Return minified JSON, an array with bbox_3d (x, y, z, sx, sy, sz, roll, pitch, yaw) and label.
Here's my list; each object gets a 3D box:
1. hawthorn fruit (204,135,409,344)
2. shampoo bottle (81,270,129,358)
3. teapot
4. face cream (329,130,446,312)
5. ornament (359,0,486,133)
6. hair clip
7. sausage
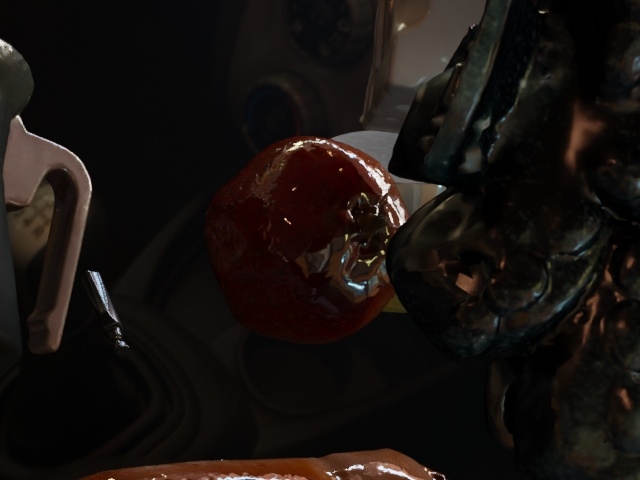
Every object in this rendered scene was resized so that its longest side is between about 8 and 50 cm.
[{"bbox_3d":[0.000,0.000,1.187,0.215,0.250,0.215,9,75,-36],"label":"hawthorn fruit"},{"bbox_3d":[-0.279,0.095,1.515,0.027,0.048,0.137,-25,49,-9],"label":"shampoo bottle"},{"bbox_3d":[-0.392,-0.022,1.124,0.376,0.305,0.362,24,67,-44],"label":"teapot"},{"bbox_3d":[0.100,-0.029,1.549,0.218,0.179,0.218,3,23,-1],"label":"face cream"},{"bbox_3d":[0.173,-0.209,0.973,0.240,0.239,0.240,8,87,-1],"label":"ornament"},{"bbox_3d":[0.142,-0.034,0.556,0.206,0.310,0.194,25,2,2],"label":"hair clip"},{"bbox_3d":[-0.043,0.217,0.905,0.348,0.094,0.097,3,17,-29],"label":"sausage"}]
